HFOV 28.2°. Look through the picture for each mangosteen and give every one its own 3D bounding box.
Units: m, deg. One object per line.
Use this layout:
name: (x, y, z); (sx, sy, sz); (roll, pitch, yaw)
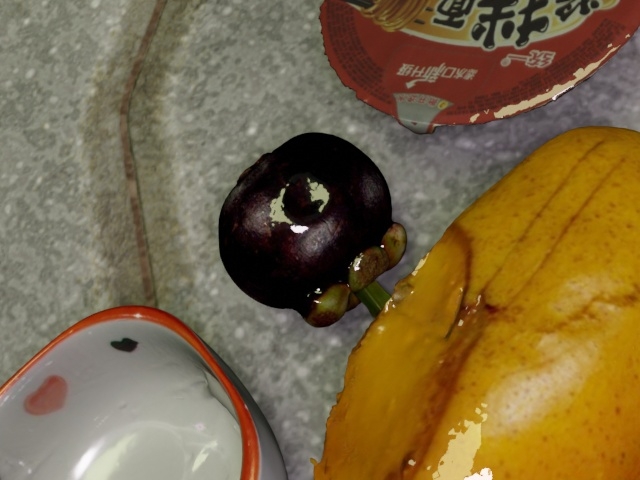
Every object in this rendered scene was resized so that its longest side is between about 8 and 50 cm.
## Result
mangosteen: (0.000, 0.000, 0.938); (0.137, 0.137, 0.151); (-42, 87, 2)

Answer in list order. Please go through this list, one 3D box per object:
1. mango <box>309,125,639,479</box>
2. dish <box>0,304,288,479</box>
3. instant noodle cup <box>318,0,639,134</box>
mango: (0.131, 0.078, 0.793); (0.199, 0.201, 0.350); (34, 71, 0)
dish: (-0.131, 0.184, 0.898); (0.256, 0.117, 0.256); (-13, 59, 22)
instant noodle cup: (0.138, -0.180, 0.973); (0.274, 0.091, 0.274); (-13, 58, 21)
